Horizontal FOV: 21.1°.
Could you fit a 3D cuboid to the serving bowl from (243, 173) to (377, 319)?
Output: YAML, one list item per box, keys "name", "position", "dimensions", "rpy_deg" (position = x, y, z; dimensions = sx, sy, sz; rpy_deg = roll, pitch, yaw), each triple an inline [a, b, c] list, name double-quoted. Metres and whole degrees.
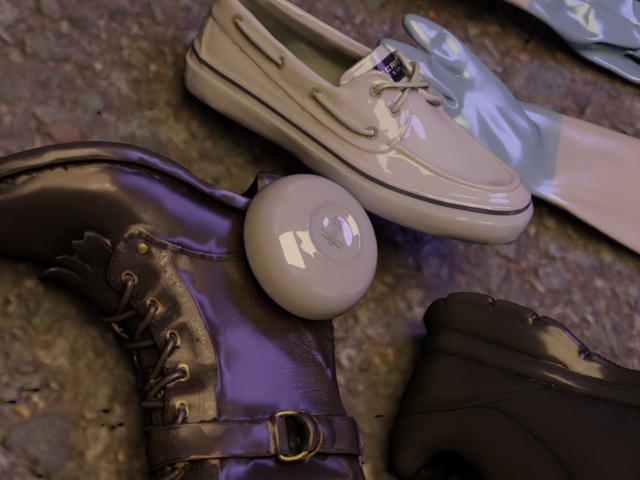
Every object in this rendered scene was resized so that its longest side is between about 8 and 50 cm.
- name: "serving bowl"
  position: [0.000, 0.000, 0.938]
  dimensions: [0.083, 0.027, 0.083]
  rpy_deg: [15, 63, -32]

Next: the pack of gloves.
- name: "pack of gloves"
  position: [0.136, -0.112, 1.110]
  dimensions: [0.232, 0.046, 0.195]
  rpy_deg: [26, 63, -21]

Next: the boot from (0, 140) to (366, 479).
- name: "boot"
  position: [-0.081, 0.073, 0.921]
  dimensions: [0.263, 0.091, 0.229]
  rpy_deg: [5, 68, -21]

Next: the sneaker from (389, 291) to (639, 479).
- name: "sneaker"
  position: [0.168, 0.129, 0.945]
  dimensions: [0.286, 0.109, 0.130]
  rpy_deg: [16, 71, 30]

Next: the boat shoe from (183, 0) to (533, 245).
- name: "boat shoe"
  position: [0.024, -0.076, 0.985]
  dimensions: [0.226, 0.076, 0.083]
  rpy_deg: [26, 32, 9]
